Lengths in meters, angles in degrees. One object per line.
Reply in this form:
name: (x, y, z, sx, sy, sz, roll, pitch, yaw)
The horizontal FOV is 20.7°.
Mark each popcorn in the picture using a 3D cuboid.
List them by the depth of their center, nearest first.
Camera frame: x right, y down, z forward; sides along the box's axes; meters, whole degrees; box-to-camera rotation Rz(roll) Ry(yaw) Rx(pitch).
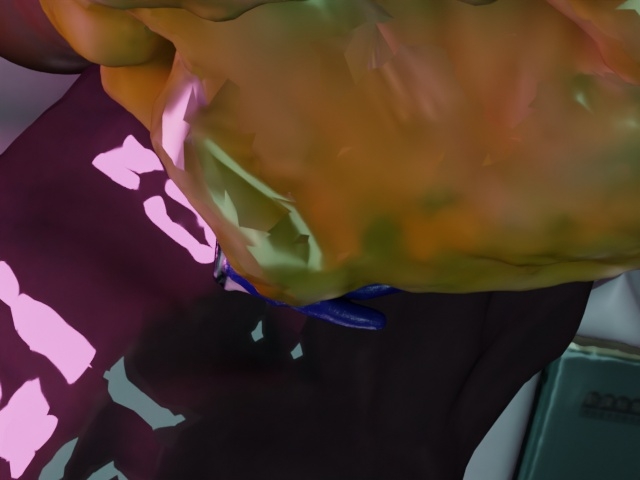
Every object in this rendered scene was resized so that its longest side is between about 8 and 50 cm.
popcorn: (0.059, -0.124, 0.593, 0.312, 0.312, 0.312, -3, 109, -7)

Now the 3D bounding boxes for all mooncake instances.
mooncake: (-0.043, 0.084, 0.851, 0.351, 0.212, 0.381, -14, 129, -41)

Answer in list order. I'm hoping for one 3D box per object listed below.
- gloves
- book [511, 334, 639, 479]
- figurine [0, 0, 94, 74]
gloves: (0.000, 0.000, 0.686, 0.086, 0.026, 0.064, 13, 72, -18)
book: (0.220, 0.250, 1.101, 0.264, 0.031, 0.379, 8, 107, -12)
figurine: (-0.225, -0.231, 0.766, 0.388, 0.277, 0.248, 9, 83, -14)
